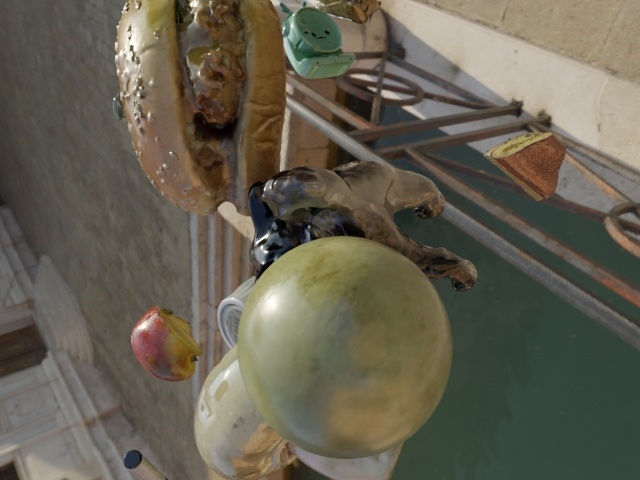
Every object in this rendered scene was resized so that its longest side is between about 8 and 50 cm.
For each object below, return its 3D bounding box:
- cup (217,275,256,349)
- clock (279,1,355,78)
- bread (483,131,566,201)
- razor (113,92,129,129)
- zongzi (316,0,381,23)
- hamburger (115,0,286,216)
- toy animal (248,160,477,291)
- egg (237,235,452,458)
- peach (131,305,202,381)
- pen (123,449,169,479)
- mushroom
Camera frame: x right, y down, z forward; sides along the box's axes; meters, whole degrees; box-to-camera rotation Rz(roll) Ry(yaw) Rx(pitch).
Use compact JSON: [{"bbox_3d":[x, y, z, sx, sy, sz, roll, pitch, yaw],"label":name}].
[{"bbox_3d":[-0.102,0.193,1.552,0.253,0.371,0.254,20,122,34],"label":"cup"},{"bbox_3d":[-0.022,-0.494,1.257,0.066,0.159,0.211,-37,79,53],"label":"clock"},{"bbox_3d":[0.434,-0.166,1.067,0.119,0.192,0.067,-50,32,13],"label":"bread"},{"bbox_3d":[-0.352,-0.303,1.207,0.106,0.231,0.068,-164,68,-78],"label":"razor"},{"bbox_3d":[0.036,-0.627,1.254,0.194,0.099,0.197,36,174,43],"label":"zongzi"},{"bbox_3d":[-0.192,-0.283,0.848,0.287,0.268,0.446,119,144,-64],"label":"hamburger"},{"bbox_3d":[0.000,0.000,0.757,0.344,0.302,0.194,-31,54,47],"label":"toy animal"},{"bbox_3d":[0.027,0.121,0.561,0.218,0.218,0.295,49,165,28],"label":"egg"},{"bbox_3d":[-0.299,0.204,1.003,0.151,0.118,0.151,171,90,-66],"label":"peach"},{"bbox_3d":[-0.300,0.411,0.913,0.033,0.033,0.269,51,157,26],"label":"pen"},{"bbox_3d":[-0.043,0.263,0.905,0.355,0.315,0.315,-16,93,14],"label":"mushroom"}]
